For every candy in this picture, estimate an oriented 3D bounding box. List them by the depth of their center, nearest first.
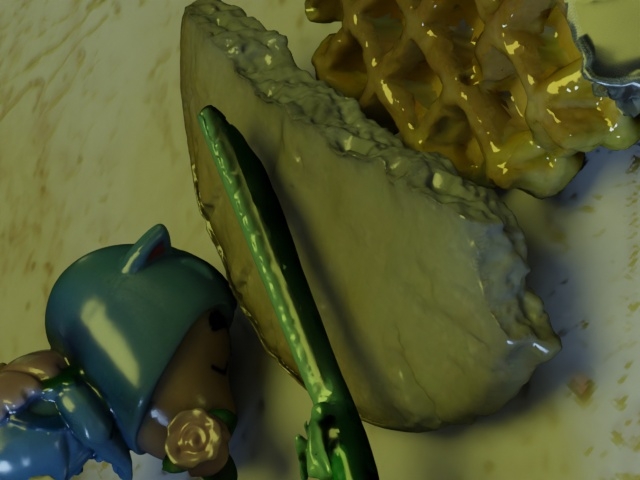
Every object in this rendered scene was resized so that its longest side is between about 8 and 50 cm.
[{"bbox_3d":[0.005,0.073,0.509,0.097,0.097,0.323,-41,56,30],"label":"candy"}]

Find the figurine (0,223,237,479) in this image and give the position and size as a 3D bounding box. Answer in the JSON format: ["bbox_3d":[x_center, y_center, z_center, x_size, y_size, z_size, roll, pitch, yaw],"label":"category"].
[{"bbox_3d":[-0.100,0.087,0.629,0.178,0.114,0.144,-42,63,-18],"label":"figurine"}]

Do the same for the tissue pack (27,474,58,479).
[{"bbox_3d":[-0.048,0.213,0.412,0.124,0.225,0.185,-35,26,-27],"label":"tissue pack"}]

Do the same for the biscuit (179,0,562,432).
[{"bbox_3d":[-0.002,0.000,0.585,0.290,0.038,0.141,42,130,45],"label":"biscuit"}]

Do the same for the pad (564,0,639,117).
[{"bbox_3d":[0.176,-0.153,0.405,0.233,0.022,0.174,-18,80,23],"label":"pad"}]

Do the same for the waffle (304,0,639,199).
[{"bbox_3d":[0.066,-0.151,0.543,0.249,0.056,0.253,39,123,52],"label":"waffle"}]
